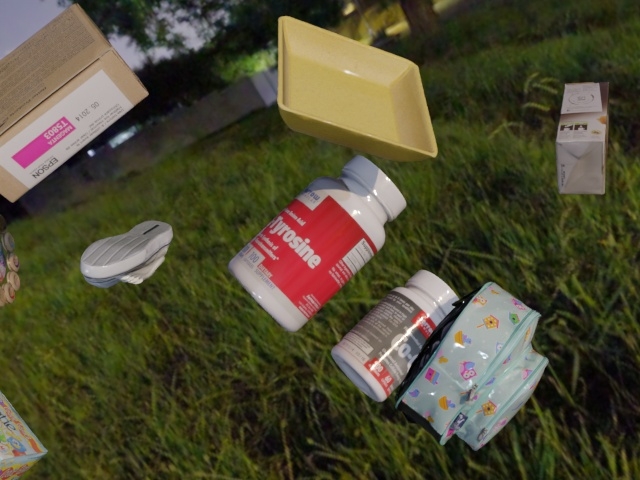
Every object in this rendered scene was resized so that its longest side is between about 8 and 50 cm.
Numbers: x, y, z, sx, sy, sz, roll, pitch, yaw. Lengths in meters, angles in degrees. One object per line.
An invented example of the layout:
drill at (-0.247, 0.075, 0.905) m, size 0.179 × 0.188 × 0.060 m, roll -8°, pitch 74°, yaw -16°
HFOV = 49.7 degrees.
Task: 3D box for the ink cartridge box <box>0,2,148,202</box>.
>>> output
ink cartridge box at (-0.371, -0.190, 0.929) m, size 0.235 × 0.088 × 0.193 m, roll -38°, pitch 47°, yaw -2°

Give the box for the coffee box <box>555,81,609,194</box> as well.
coffee box at (0.584, -0.230, 1.530) m, size 0.098 × 0.141 × 0.246 m, roll 2°, pitch 42°, yaw 24°

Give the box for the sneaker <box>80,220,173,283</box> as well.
sneaker at (-0.341, 0.038, 1.252) m, size 0.094 × 0.091 × 0.258 m, roll 13°, pitch 18°, yaw 14°

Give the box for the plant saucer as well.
plant saucer at (0.056, -0.294, 1.411) m, size 0.332 × 0.333 × 0.081 m, roll -93°, pitch 25°, yaw -44°

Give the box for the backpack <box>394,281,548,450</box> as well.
backpack at (0.199, 0.152, 0.863) m, size 0.166 × 0.144 × 0.188 m, roll -20°, pitch -45°, yaw -55°

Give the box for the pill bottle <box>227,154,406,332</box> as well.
pill bottle at (0.000, 0.000, 1.622) m, size 0.408 × 0.229 × 0.229 m, roll -45°, pitch 16°, yaw -6°

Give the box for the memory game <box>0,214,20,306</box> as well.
memory game at (-0.560, 0.024, 1.186) m, size 0.012 × 0.186 × 0.186 m, roll -13°, pitch 14°, yaw -2°

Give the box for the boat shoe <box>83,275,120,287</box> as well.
boat shoe at (-0.513, 0.047, 1.710) m, size 0.302 × 0.094 × 0.109 m, roll -10°, pitch 49°, yaw 43°

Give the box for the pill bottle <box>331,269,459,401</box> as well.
pill bottle at (0.175, 0.208, 1.548) m, size 0.283 × 0.161 × 0.161 m, roll -43°, pitch 17°, yaw -15°

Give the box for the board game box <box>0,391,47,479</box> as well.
board game box at (-0.594, 0.373, 1.058) m, size 0.275 × 0.144 × 0.142 m, roll -43°, pitch -13°, yaw -5°
